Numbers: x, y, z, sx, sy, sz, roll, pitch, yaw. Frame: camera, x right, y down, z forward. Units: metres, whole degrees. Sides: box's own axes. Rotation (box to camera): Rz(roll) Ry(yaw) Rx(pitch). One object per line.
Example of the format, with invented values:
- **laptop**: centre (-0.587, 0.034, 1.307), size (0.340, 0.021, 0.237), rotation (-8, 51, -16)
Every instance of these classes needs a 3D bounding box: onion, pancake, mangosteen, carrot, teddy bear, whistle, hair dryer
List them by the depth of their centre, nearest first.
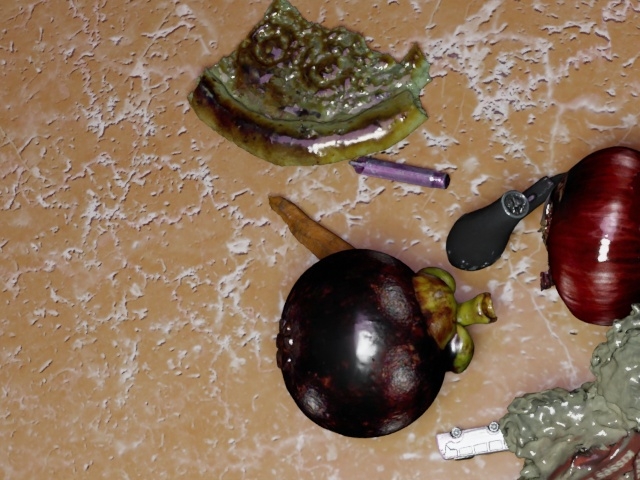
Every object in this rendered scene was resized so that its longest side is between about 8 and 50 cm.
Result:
- **teddy bear**: centre (0.435, 0.267, 1.616), size (0.358, 0.367, 0.224), rotation (8, 35, 6)
- **onion**: centre (0.469, -0.006, 1.713), size (0.285, 0.273, 0.273), rotation (-1, 73, 29)
- **mangosteen**: centre (0.082, 0.155, 1.775), size (0.297, 0.314, 0.296), rotation (9, 102, 46)
- **hair dryer**: centre (0.325, -0.065, 1.833), size (0.272, 0.235, 0.091), rotation (-38, 82, -26)
- **carrot**: centre (0.000, 0.000, 1.942), size (0.248, 0.059, 0.059), rotation (39, 86, 24)
- **whistle**: centre (0.133, -0.115, 1.954), size (0.177, 0.033, 0.033), rotation (13, 78, 16)
- **pancake**: centre (-0.016, -0.267, 2.016), size (0.427, 0.067, 0.304), rotation (23, 79, 20)

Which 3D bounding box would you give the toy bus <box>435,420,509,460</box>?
- **toy bus**: centre (0.248, 0.315, 1.803), size (0.131, 0.037, 0.052), rotation (-11, 77, 9)
